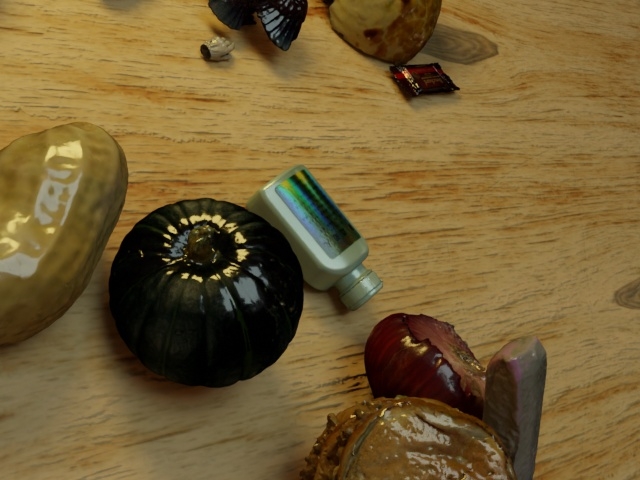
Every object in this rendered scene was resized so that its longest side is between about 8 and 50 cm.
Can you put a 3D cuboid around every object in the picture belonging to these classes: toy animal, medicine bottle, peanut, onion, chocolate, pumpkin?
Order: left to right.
[{"bbox_3d":[-0.333,-0.006,1.043,0.174,0.158,0.340,45,42,-36],"label":"peanut"},{"bbox_3d":[-0.141,0.054,1.122,0.250,0.216,0.249,0,49,0],"label":"pumpkin"},{"bbox_3d":[-0.095,-0.434,1.522,0.218,0.179,0.116,49,17,2],"label":"toy animal"},{"bbox_3d":[0.000,0.000,1.359,0.229,0.083,0.121,50,41,2],"label":"medicine bottle"},{"bbox_3d":[0.207,-0.319,1.793,0.182,0.028,0.086,-20,68,-46],"label":"chocolate"},{"bbox_3d":[0.161,0.204,1.287,0.248,0.161,0.248,45,25,-28],"label":"onion"}]

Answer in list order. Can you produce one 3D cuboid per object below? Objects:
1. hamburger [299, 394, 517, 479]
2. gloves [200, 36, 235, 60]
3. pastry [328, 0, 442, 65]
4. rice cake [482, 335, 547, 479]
[{"bbox_3d":[0.092,0.302,1.085,0.261,0.211,0.245,-33,91,-9],"label":"hamburger"},{"bbox_3d":[-0.169,-0.313,1.482,0.081,0.037,0.044,-46,129,-52],"label":"gloves"},{"bbox_3d":[0.139,-0.484,1.752,0.237,0.170,0.256,41,49,-5],"label":"pastry"},{"bbox_3d":[0.239,0.301,1.187,0.064,0.398,0.070,23,34,38],"label":"rice cake"}]
